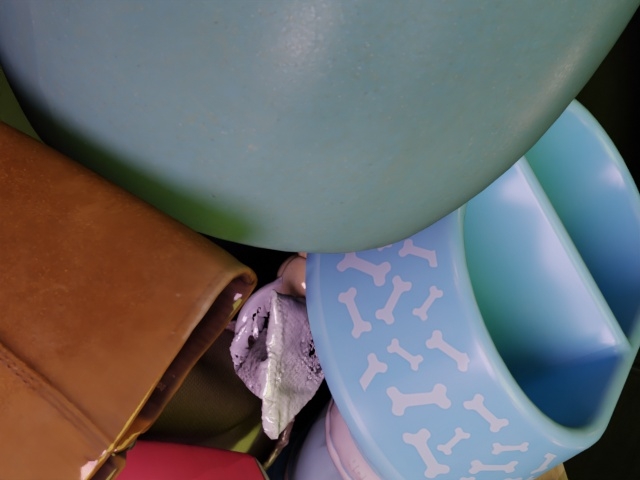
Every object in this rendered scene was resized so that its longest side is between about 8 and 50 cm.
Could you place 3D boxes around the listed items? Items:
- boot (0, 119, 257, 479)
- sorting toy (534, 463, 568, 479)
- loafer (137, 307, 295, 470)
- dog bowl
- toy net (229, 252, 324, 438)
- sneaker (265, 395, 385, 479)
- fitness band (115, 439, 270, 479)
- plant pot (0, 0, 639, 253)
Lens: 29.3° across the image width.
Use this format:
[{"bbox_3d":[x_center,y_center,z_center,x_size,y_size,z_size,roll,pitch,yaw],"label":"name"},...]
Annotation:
[{"bbox_3d":[-0.203,0.031,0.391,0.264,0.280,0.096,-48,173,-22],"label":"boot"},{"bbox_3d":[0.160,0.241,0.955,0.132,0.046,0.274,-40,131,-19],"label":"sorting toy"},{"bbox_3d":[-0.141,0.078,0.557,0.366,0.130,0.134,13,102,-43],"label":"loafer"},{"bbox_3d":[0.100,0.015,0.632,0.166,0.074,0.297,59,32,-8],"label":"dog bowl"},{"bbox_3d":[0.000,0.000,0.640,0.122,0.045,0.232,66,38,-52],"label":"toy net"},{"bbox_3d":[0.056,0.119,0.772,0.208,0.127,0.319,-51,166,32],"label":"sneaker"},{"bbox_3d":[-0.133,0.167,0.562,0.209,0.054,0.291,-35,155,15],"label":"fitness band"},{"bbox_3d":[-0.003,-0.138,0.473,0.293,0.293,0.235,-5,125,-39],"label":"plant pot"}]
